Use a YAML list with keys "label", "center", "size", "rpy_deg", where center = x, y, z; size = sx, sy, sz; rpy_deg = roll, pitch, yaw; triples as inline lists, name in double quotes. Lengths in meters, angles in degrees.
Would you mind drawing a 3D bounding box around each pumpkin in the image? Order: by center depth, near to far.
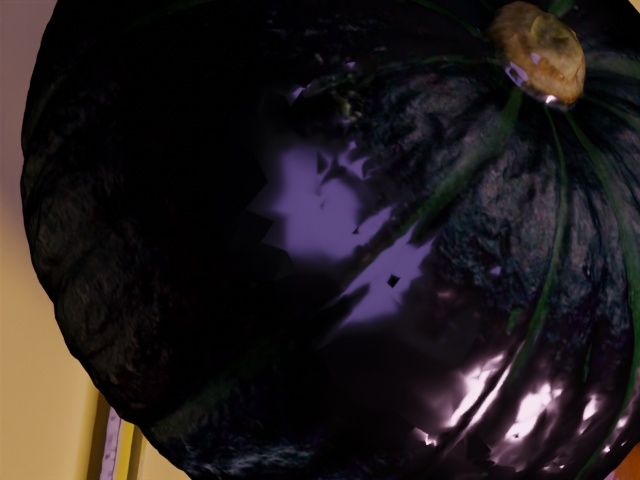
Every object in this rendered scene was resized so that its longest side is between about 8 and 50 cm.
- label: "pumpkin"
  center: [0.000, 0.000, 0.632]
  size: [0.248, 0.248, 0.248]
  rpy_deg: [0, 86, -6]

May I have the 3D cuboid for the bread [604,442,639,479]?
- label: "bread"
  center: [0.140, 0.142, 0.719]
  size: [0.226, 0.049, 0.088]
  rpy_deg: [38, 83, -3]
